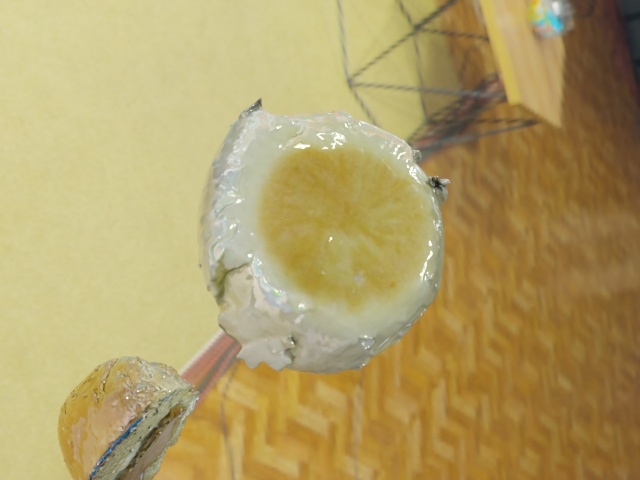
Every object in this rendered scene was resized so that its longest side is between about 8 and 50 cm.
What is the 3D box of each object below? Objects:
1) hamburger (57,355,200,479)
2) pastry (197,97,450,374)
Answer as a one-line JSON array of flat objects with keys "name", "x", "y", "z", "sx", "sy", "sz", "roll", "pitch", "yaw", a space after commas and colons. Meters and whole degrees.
[{"name": "hamburger", "x": -0.184, "y": 0.154, "z": 1.023, "sx": 0.102, "sy": 0.176, "sz": 0.087, "roll": 44, "pitch": 42, "yaw": 17}, {"name": "pastry", "x": 0.000, "y": 0.000, "z": 0.702, "sx": 0.165, "sy": 0.088, "sz": 0.166, "roll": 8, "pitch": 67, "yaw": -18}]
